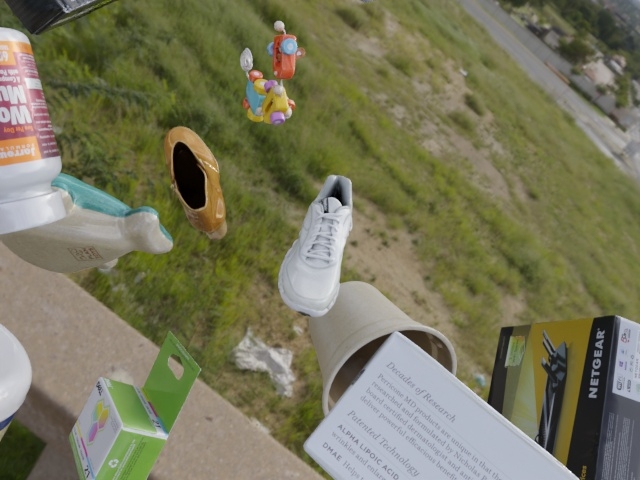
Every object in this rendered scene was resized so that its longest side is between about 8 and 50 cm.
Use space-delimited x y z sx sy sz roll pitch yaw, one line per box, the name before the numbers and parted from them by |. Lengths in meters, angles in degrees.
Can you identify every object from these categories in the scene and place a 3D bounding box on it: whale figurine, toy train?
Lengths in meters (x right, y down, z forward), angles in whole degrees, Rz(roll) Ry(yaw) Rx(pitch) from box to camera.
whale figurine | -0.376 -0.037 0.897 0.271 0.216 0.141 -1 56 7
toy train | -0.061 -0.220 0.748 0.046 0.125 0.166 -5 12 -26

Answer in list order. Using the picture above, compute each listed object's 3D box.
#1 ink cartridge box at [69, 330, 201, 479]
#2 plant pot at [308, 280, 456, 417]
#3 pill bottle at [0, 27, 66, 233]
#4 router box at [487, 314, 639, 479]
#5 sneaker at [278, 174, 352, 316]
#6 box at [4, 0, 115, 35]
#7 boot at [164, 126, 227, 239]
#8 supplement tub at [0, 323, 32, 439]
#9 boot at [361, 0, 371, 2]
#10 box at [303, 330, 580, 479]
ink cartridge box | -0.343 0.299 1.006 0.097 0.255 0.188 27 -1 -35
plant pot | 0.115 0.269 1.380 0.333 0.334 0.305 20 17 -28
pill bottle | -0.380 -0.124 0.650 0.121 0.121 0.222 -27 112 -53
router box | 0.321 0.267 0.753 0.080 0.243 0.309 20 72 -12
sneaker | 0.000 0.000 0.951 0.109 0.118 0.292 15 46 -1
box | -0.208 -0.267 0.409 0.184 0.045 0.191 59 29 -24
boot | -0.260 -0.153 1.102 0.104 0.211 0.295 -22 72 -8
supplement tub | -0.467 0.224 0.547 0.228 0.316 0.228 30 4 -2
boot | 0.139 -0.607 1.100 0.095 0.259 0.123 26 43 16
box | 0.090 0.194 0.486 0.181 0.181 0.119 39 75 13
